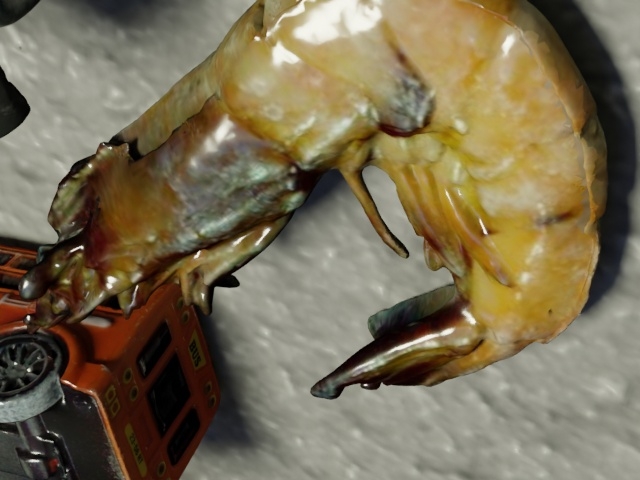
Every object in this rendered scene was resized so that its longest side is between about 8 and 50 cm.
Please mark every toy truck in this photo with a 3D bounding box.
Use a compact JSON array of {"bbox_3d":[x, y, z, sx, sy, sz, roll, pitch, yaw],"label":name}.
[{"bbox_3d":[-0.180,0.059,0.916,0.253,0.114,0.107,10,135,27],"label":"toy truck"}]

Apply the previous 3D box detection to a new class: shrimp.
[{"bbox_3d":[0.003,-0.005,0.762,0.178,0.075,0.289,43,128,-12],"label":"shrimp"}]

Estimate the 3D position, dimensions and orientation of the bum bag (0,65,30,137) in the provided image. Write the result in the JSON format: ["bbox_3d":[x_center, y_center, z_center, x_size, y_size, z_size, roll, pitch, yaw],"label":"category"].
[{"bbox_3d":[-0.192,-0.156,0.649,0.137,0.074,0.310,0,118,23],"label":"bum bag"}]

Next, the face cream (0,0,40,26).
[{"bbox_3d":[-0.201,-0.167,0.735,0.229,0.075,0.075,30,141,7],"label":"face cream"}]
